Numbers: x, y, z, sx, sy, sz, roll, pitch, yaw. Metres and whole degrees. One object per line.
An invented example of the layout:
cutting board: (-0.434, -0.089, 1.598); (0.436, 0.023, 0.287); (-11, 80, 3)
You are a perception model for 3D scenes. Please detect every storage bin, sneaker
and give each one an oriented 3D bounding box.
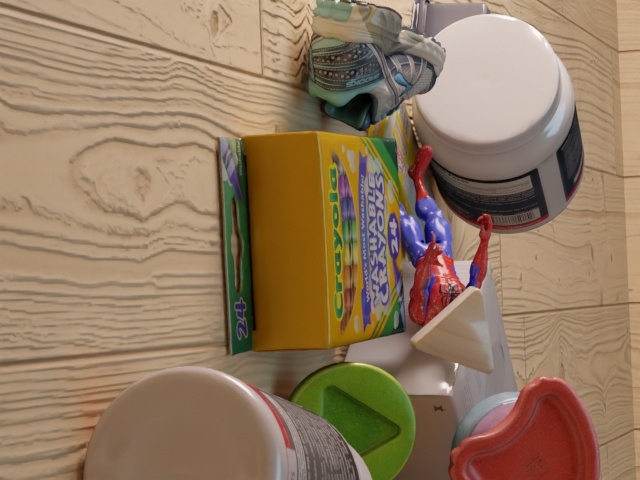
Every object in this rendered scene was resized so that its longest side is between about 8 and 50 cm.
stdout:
storage bin: (0.174, -0.239, 2.409); (0.135, 0.091, 0.098); (54, 38, -58)
sneaker: (0.046, -0.176, 2.042); (0.283, 0.110, 0.122); (15, 91, -68)

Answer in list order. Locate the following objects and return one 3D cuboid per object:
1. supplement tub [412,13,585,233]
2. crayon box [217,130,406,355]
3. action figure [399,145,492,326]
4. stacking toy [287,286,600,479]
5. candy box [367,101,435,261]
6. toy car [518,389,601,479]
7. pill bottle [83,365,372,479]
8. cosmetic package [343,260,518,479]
supplement tub: (0.214, -0.137, 2.318); (0.272, 0.191, 0.191); (62, 31, -66)
crayon box: (0.000, 0.000, 1.865); (0.323, 0.083, 0.203); (-5, 92, -71)
action figure: (0.123, -0.015, 2.032); (0.139, 0.091, 0.280); (111, -27, -45)
stacking toy: (0.100, 0.209, 1.929); (0.279, 0.309, 0.130); (61, -10, -12)
candy box: (0.096, -0.081, 2.251); (0.206, 0.027, 0.105); (69, 26, -43)
toy car: (0.225, 0.320, 2.420); (0.238, 0.210, 0.219); (117, -36, -69)
pill bottle: (-0.060, 0.200, 1.531); (0.283, 0.161, 0.161); (35, 54, -67)
cosmetic package: (0.120, 0.177, 2.113); (0.224, 0.138, 0.224); (-70, 152, -50)
